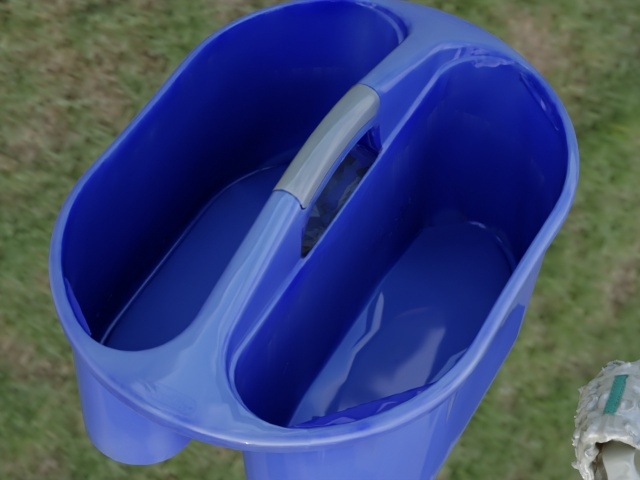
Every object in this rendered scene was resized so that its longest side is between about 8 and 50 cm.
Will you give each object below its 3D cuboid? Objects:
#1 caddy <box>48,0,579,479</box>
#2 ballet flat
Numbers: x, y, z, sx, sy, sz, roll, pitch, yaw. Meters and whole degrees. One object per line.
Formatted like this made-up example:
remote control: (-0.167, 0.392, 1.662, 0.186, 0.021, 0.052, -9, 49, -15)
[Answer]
caddy: (0.000, 0.000, 1.014, 0.341, 0.241, 0.179, -55, 160, -37)
ballet flat: (0.302, 0.304, 1.574, 0.147, 0.147, 0.409, -28, 104, -28)
